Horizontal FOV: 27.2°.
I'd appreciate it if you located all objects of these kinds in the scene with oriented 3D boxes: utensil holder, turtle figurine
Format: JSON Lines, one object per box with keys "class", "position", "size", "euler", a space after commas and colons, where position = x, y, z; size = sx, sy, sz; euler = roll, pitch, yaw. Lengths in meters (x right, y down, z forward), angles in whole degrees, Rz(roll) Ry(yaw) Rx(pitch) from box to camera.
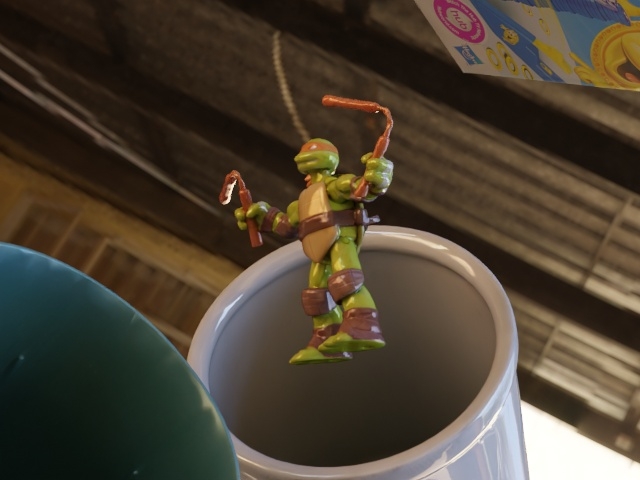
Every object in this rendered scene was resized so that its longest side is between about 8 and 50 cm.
{"class": "utensil holder", "position": [0.060, 0.233, 1.403], "size": [0.327, 0.327, 0.385], "euler": [19, -39, 31]}
{"class": "turtle figurine", "position": [0.000, 0.000, 1.201], "size": [0.087, 0.217, 0.269], "euler": [5, -16, -38]}

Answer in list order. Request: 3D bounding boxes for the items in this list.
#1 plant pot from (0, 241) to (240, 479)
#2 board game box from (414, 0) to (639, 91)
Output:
{"class": "plant pot", "position": [-0.244, 0.185, 0.979], "size": [0.293, 0.235, 0.293], "euler": [36, 21, -17]}
{"class": "board game box", "position": [0.117, -0.212, 0.668], "size": [0.308, 0.086, 0.302], "euler": [50, -17, -30]}
